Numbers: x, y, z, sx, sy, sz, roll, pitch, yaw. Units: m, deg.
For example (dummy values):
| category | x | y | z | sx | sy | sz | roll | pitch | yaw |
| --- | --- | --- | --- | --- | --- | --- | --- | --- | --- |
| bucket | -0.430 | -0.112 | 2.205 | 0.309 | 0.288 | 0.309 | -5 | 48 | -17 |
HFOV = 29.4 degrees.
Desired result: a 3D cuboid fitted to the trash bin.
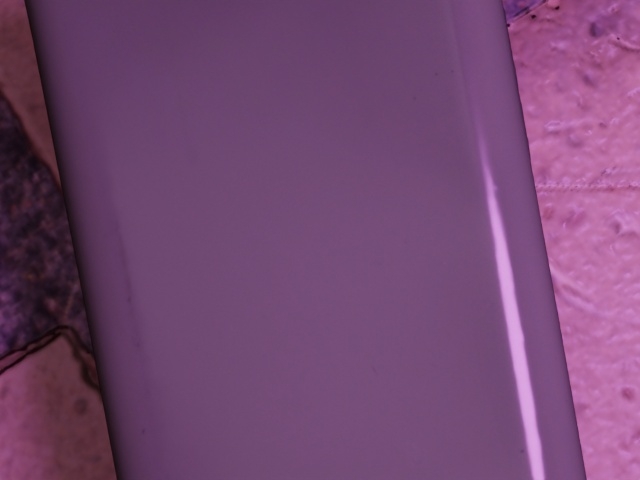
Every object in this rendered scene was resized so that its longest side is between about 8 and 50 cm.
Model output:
| category | x | y | z | sx | sy | sz | roll | pitch | yaw |
| --- | --- | --- | --- | --- | --- | --- | --- | --- | --- |
| trash bin | 0.000 | 0.000 | 0.594 | 0.222 | 0.158 | 0.344 | -12 | 81 | 6 |
